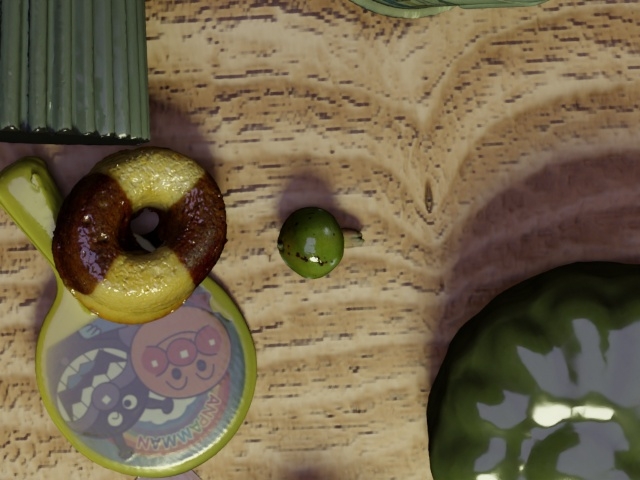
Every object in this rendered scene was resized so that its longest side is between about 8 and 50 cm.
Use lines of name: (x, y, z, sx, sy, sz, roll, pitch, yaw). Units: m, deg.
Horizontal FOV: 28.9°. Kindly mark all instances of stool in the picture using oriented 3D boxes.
stool: (-0.297, -0.258, 1.132, 0.297, 0.297, 0.330, 3, 92, 2)

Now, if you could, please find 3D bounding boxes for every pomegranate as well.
pomegranate: (-0.003, -0.003, 1.255, 0.084, 0.073, 0.073, -41, 94, -31)

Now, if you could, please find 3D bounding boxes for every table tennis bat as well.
table tennis bat: (-0.215, 0.075, 1.276, 0.224, 0.054, 0.368, -32, 96, -1)

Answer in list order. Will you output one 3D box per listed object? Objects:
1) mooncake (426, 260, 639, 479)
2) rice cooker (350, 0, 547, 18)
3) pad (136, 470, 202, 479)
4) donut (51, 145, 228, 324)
mooncake: (0.278, 0.197, 1.199, 0.357, 0.194, 0.356, 0, 96, 1)
rice cooker: (0.119, -0.330, 1.102, 0.317, 0.316, 0.264, -28, 113, 5)
pad: (-0.188, 0.323, 1.327, 0.113, 0.006, 0.188, 45, 95, -2)
donut: (-0.175, -0.010, 1.226, 0.184, 0.073, 0.166, -39, 93, -18)
